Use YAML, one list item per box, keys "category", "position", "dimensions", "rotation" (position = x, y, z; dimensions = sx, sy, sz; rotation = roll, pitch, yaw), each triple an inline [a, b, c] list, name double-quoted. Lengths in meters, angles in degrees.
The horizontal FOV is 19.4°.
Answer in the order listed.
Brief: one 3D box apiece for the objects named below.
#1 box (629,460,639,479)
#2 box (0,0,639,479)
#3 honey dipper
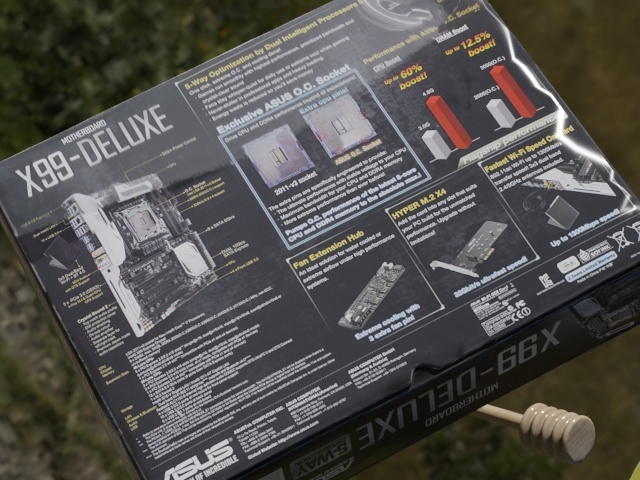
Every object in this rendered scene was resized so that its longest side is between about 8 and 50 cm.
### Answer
- category: "box"
  position: [0.211, 0.028, 0.743]
  dimensions: [0.087, 0.232, 0.058]
  rotation: [16, 16, -49]
- category: "box"
  position: [0.000, 0.000, 1.038]
  dimensions: [0.242, 0.307, 0.076]
  rotation: [57, -11, 29]
- category: "honey dipper"
  position: [0.099, 0.107, 1.166]
  dimensions: [0.030, 0.161, 0.030]
  rotation: [-10, 105, -43]
